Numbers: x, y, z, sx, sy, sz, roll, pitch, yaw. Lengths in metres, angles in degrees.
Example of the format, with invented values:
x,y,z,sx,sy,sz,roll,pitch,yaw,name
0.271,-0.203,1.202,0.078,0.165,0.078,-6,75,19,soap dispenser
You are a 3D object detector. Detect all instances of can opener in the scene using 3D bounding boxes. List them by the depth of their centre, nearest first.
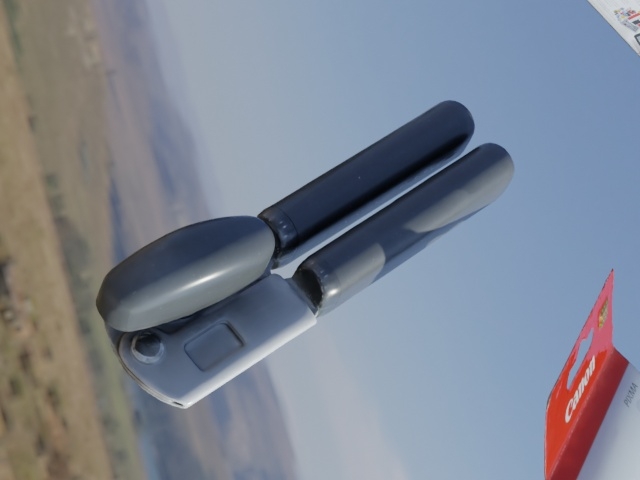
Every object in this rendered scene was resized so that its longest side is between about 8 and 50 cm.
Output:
x,y,z,sx,sy,sz,roll,pitch,yaw,name
0.000,0.000,0.993,0.074,0.280,0.093,51,-33,14,can opener

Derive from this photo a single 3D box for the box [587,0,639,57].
x,y,z,sx,sy,sz,roll,pitch,yaw,name
0.327,-0.249,1.730,0.207,0.114,0.036,34,43,-50,box

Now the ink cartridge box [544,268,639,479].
x,y,z,sx,sy,sz,roll,pitch,yaw,name
0.180,0.130,1.085,0.145,0.045,0.179,-53,146,-49,ink cartridge box
